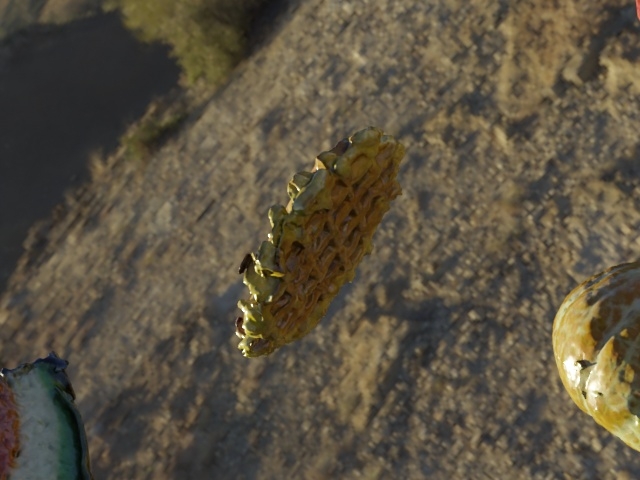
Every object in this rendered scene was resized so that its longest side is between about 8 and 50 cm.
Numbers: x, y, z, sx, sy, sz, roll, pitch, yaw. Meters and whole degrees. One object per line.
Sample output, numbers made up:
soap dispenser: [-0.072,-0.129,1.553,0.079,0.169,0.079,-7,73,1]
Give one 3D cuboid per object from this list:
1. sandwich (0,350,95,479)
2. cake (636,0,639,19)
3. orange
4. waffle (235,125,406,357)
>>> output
sandwich: [-0.268,0.216,0.817,0.292,0.212,0.109,-124,38,-49]
cake: [0.334,-0.232,0.528,0.319,0.270,0.270,-9,1,-19]
orange: [0.487,0.169,1.533,0.249,0.329,0.329,-53,24,14]
waffle: [0.000,0.000,1.377,0.302,0.068,0.325,-30,-37,-53]
